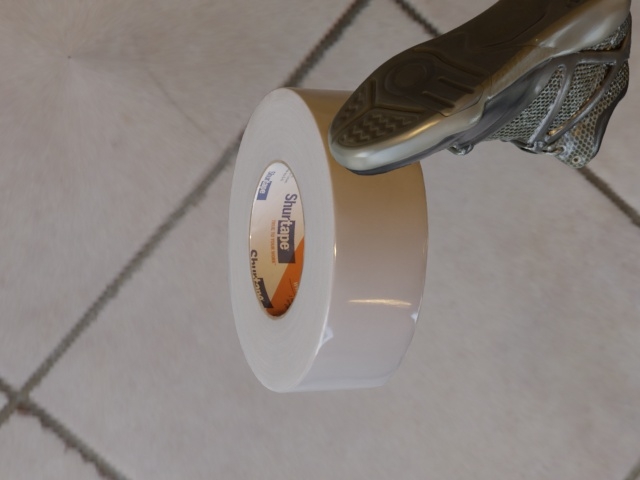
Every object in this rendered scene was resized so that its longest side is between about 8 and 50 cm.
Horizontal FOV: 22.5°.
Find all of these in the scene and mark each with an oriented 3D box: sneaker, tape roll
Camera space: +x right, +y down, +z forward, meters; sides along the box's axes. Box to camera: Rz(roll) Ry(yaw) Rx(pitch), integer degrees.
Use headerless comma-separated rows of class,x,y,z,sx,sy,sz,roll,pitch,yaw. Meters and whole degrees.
sneaker,0.114,-0.081,1.042,0.227,0.087,0.130,-33,131,-19
tape roll,0.000,0.000,1.163,0.072,0.219,0.219,1,96,-21
